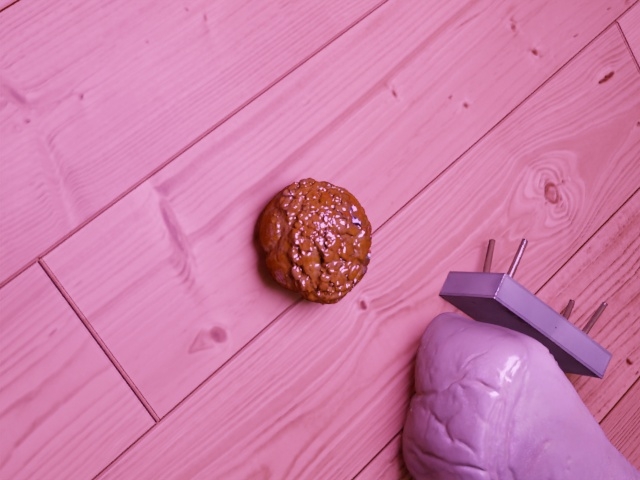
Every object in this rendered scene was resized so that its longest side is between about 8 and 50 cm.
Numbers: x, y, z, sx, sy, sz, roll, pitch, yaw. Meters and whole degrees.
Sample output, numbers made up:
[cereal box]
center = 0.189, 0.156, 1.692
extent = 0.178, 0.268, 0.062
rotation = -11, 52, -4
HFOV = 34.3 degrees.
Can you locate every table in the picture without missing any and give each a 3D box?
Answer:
[table]
center = 0.310, 0.092, 1.499
extent = 0.240, 0.122, 0.111
rotation = 35, 72, -27

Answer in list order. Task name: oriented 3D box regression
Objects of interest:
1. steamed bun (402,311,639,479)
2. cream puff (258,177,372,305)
[steamed bun]
center = 0.254, 0.293, 1.396
extent = 0.236, 0.247, 0.383
rotation = -48, 119, -10
[cream puff]
center = 0.000, 0.000, 1.311
extent = 0.150, 0.115, 0.165
rotation = -43, 110, -28
